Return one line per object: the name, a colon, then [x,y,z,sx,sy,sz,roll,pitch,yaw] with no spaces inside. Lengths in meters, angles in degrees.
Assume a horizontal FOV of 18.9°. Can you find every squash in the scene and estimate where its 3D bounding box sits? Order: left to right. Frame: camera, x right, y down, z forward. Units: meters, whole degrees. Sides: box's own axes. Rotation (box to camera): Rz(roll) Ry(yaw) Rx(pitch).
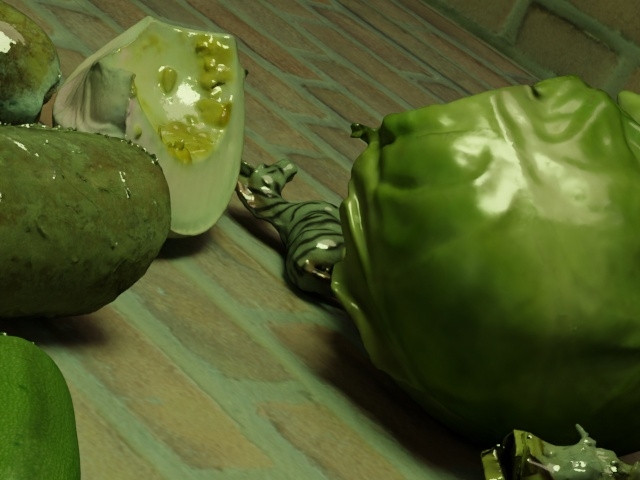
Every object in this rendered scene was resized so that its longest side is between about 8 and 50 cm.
squash: [-0.213,0.151,1.279,0.107,0.107,0.395,22,16,-13]

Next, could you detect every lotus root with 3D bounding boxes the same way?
lotus root: [-0.418,-0.194,1.929,0.322,0.158,0.140,23,23,5]

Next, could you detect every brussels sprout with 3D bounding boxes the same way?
brussels sprout: [0.218,0.041,1.856,0.425,0.342,0.361,-4,69,-45]

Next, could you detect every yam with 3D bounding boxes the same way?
yam: [-0.272,-0.016,1.587,0.168,0.168,0.304,36,20,31]

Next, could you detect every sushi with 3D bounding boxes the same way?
sushi: [0.273,0.236,1.691,0.291,0.131,0.139,14,20,-10]

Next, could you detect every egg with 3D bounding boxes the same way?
egg: [-0.194,-0.106,1.967,0.161,0.206,0.271,1,24,24]

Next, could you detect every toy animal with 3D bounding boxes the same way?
toy animal: [0.014,0.001,2.097,0.170,0.090,0.255,10,20,-31]
